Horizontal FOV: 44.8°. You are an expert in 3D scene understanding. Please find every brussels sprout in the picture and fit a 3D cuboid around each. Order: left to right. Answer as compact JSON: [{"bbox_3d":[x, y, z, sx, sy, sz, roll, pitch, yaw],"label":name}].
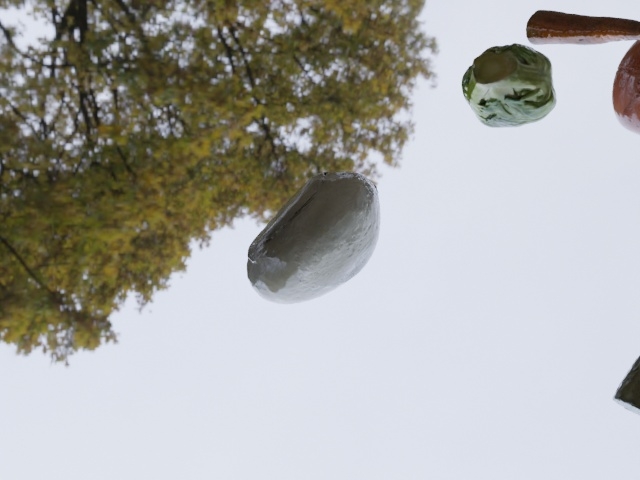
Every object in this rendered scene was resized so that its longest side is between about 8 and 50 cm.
[{"bbox_3d":[0.422,-0.343,1.745,0.223,0.223,0.161,14,-119,-3],"label":"brussels sprout"}]

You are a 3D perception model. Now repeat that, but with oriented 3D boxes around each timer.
[{"bbox_3d":[0.673,-0.287,1.467,0.230,0.214,0.229,13,-171,-2],"label":"timer"}]

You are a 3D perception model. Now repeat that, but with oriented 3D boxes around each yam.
[{"bbox_3d":[0.594,0.230,1.335,0.107,0.107,0.194,38,-104,18],"label":"yam"}]

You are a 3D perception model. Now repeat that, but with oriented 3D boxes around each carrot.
[{"bbox_3d":[0.427,-0.327,1.195,0.057,0.057,0.224,-28,-151,-33],"label":"carrot"}]

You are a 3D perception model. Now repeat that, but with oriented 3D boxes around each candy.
[{"bbox_3d":[0.000,0.000,1.418,0.185,0.295,0.295,44,-133,-13],"label":"candy"}]
